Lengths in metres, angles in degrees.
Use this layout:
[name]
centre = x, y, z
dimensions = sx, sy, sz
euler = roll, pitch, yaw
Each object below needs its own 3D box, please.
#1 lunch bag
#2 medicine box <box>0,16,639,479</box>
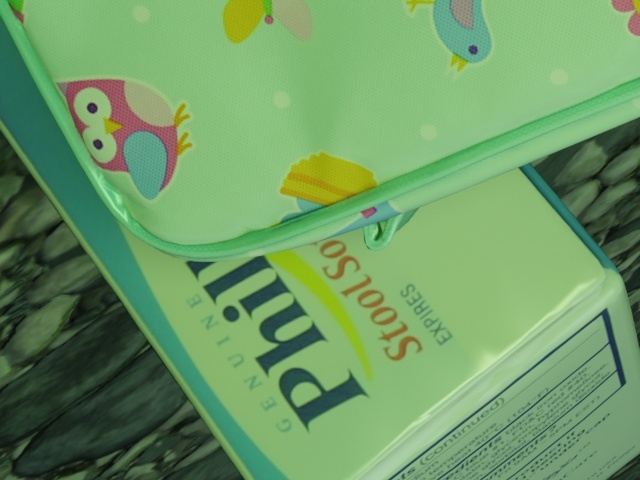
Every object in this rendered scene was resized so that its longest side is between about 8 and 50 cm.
[lunch bag]
centre = 0.026, -0.121, 0.554
dimensions = 0.279, 0.224, 0.108
euler = -21, -164, 25
[medicine box]
centre = 0.000, 0.000, 0.794
dimensions = 0.149, 0.263, 0.289
euler = -37, 160, -1
